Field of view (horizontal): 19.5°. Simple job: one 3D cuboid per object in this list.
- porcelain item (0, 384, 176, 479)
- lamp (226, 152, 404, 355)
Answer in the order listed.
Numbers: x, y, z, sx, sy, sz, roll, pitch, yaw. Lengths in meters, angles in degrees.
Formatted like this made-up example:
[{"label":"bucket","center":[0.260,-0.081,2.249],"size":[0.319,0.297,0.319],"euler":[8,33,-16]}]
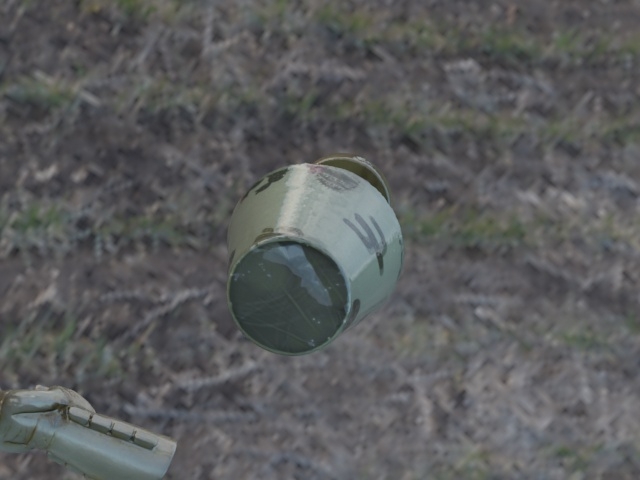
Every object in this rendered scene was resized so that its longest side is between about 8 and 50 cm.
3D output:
[{"label":"porcelain item","center":[-0.229,0.152,1.541],"size":[0.213,0.084,0.054],"euler":[25,35,-9]},{"label":"lamp","center":[0.000,0.000,1.255],"size":[0.121,0.121,0.214],"euler":[37,22,-1]}]
